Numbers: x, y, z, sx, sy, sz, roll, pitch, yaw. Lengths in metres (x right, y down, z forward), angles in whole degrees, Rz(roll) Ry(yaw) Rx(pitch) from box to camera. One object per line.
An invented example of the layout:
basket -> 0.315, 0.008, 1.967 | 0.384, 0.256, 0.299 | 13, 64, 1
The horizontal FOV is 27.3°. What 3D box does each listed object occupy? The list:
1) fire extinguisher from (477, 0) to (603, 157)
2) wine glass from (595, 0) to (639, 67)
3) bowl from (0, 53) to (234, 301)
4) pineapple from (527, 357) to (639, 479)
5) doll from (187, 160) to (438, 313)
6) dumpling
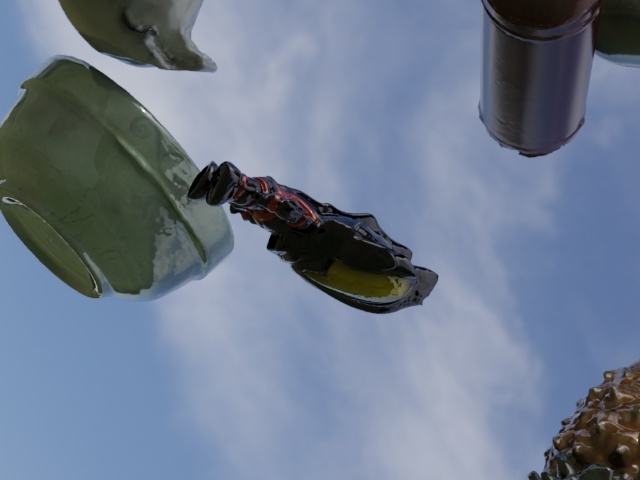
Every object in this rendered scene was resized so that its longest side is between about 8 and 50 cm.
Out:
fire extinguisher -> 0.176, -0.205, 1.151 | 0.147, 0.106, 0.337 | 44, -12, 21
wine glass -> 0.301, -0.213, 1.245 | 0.231, 0.103, 0.103 | -144, -137, -59
bowl -> -0.255, -0.048, 1.502 | 0.307, 0.163, 0.307 | 37, -23, 18
pineapple -> 0.200, 0.201, 0.950 | 0.169, 0.340, 0.169 | 18, -62, 37
doll -> -0.002, 0.002, 1.218 | 0.088, 0.248, 0.127 | -55, -156, 17
dumpling -> -0.198, -0.304, 1.426 | 0.227, 0.175, 0.243 | -88, 176, -70
